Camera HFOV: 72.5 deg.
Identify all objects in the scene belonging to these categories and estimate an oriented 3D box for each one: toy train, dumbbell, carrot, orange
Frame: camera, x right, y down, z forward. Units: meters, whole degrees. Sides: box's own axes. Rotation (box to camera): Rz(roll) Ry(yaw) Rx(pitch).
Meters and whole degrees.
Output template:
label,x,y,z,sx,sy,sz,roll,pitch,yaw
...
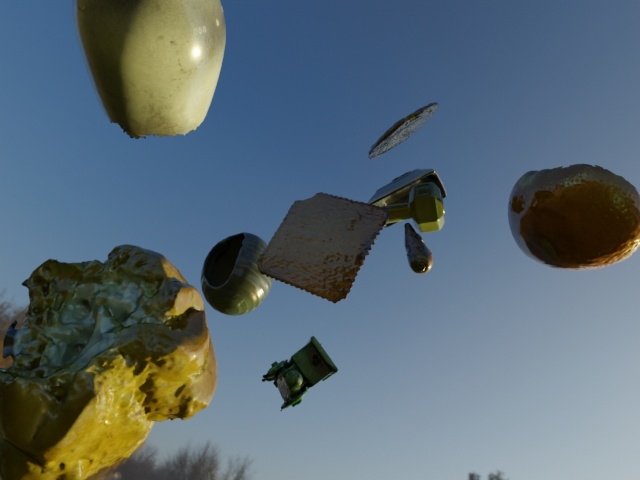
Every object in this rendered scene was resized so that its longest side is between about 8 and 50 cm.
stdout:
label,x,y,z,sx,sy,sz,roll,pitch,yaw
toy train,-0.073,0.429,1.390,0.145,0.202,0.266,53,-21,14
dumbbell,0.154,-0.063,1.092,0.302,0.121,0.108,-8,-53,18
carrot,0.193,0.005,0.900,0.049,0.254,0.049,1,-70,3
orange,0.585,-0.051,1.063,0.334,0.196,0.262,-143,-148,-76

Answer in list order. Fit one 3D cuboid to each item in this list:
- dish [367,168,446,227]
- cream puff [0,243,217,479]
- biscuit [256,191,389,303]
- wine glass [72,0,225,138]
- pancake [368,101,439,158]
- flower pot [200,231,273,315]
label,x,y,z,sx,sy,sz,roll,pitch,yaw
dish,0.277,-0.156,1.445,0.243,0.080,0.182,-28,-32,15
cream puff,-0.293,0.188,0.633,0.270,0.323,0.274,7,-52,-21
biscuit,0.000,0.000,0.918,0.237,0.232,0.013,18,-22,32
wine glass,-0.133,-0.205,0.347,0.126,0.126,0.241,25,-43,1
pancake,0.189,-0.252,1.012,0.021,0.199,0.199,56,-41,4
flower pot,-0.216,0.088,1.158,0.189,0.243,0.157,-16,-49,24
